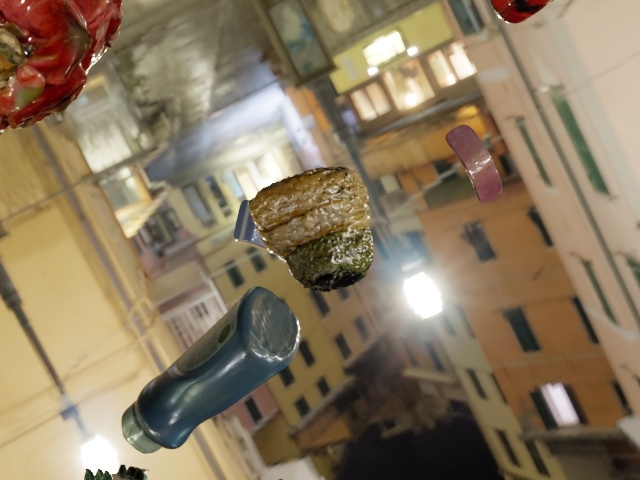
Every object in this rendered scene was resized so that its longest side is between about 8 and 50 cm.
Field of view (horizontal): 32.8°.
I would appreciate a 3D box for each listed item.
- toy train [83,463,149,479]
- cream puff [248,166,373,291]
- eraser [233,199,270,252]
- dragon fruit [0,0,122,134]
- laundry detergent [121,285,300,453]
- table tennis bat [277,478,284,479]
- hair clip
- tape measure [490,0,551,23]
[{"bbox_3d":[-0.278,0.364,1.490,0.071,0.111,0.170,-2,174,-27],"label":"toy train"},{"bbox_3d":[0.000,0.000,1.552,0.183,0.169,0.183,-16,165,-4],"label":"cream puff"},{"bbox_3d":[-0.055,-0.006,2.037,0.225,0.082,0.036,21,165,-31],"label":"eraser"},{"bbox_3d":[-0.327,-0.257,1.065,0.277,0.277,0.342,-25,-135,17],"label":"dragon fruit"},{"bbox_3d":[-0.152,0.185,1.383,0.290,0.094,0.143,-42,-160,27],"label":"laundry detergent"},{"bbox_3d":[-0.024,0.368,1.456,0.100,0.155,0.019,-27,-141,7],"label":"table tennis bat"},{"bbox_3d":[0.258,-0.128,1.814,0.054,0.137,0.022,-31,-173,-21],"label":"hair clip"},{"bbox_3d":[0.284,-0.437,1.476,0.253,0.260,0.114,-37,180,-29],"label":"tape measure"}]
